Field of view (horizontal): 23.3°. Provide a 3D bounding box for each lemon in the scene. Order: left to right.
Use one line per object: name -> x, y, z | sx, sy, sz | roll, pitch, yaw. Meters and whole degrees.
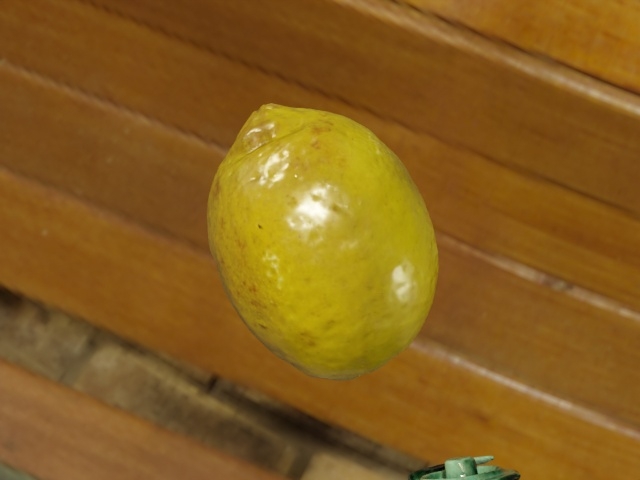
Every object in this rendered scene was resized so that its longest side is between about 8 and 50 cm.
lemon -> 0.000, 0.000, 1.142 | 0.170, 0.170, 0.207 | -7, 118, 33

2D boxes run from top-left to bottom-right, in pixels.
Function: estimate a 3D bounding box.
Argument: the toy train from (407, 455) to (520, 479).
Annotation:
toy train -> 0.026, 0.262, 1.123 | 0.397, 0.253, 0.160 | -10, 88, -5
